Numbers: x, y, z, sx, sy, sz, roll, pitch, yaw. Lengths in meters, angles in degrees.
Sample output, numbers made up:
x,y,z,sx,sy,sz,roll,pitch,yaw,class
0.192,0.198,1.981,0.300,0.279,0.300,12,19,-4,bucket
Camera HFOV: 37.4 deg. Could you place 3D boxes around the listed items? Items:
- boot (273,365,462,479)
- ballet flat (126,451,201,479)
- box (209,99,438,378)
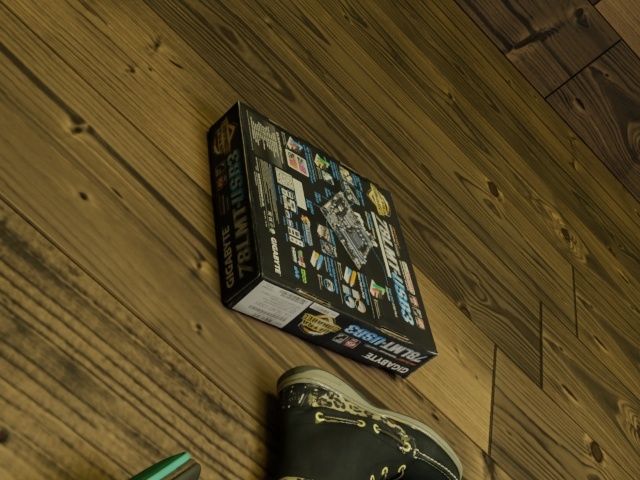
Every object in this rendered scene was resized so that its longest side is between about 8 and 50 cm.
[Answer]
x,y,z,sx,sy,sz,roll,pitch,yaw,class
0.044,0.251,0.962,0.236,0.085,0.179,34,35,-18,boot
-0.182,0.240,0.657,0.280,0.095,0.096,-16,80,-48,ballet flat
0.000,0.000,1.193,0.293,0.073,0.296,28,36,-37,box
